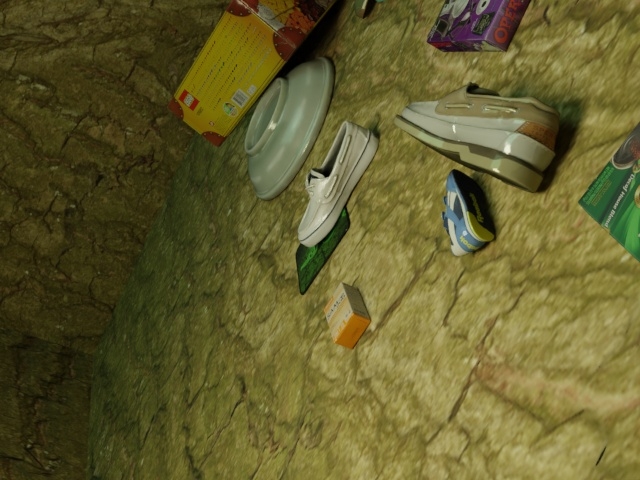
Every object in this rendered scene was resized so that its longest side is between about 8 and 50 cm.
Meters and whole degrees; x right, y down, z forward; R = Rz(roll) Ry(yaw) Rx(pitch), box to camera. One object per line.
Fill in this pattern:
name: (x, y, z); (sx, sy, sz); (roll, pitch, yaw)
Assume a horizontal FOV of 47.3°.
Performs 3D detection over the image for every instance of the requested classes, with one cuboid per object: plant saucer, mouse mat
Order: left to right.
plant saucer: (-0.106, -0.302, 1.879); (0.400, 0.101, 0.400); (-51, 26, 37)
mouse mat: (0.000, 0.000, 1.453); (0.189, 0.007, 0.152); (-55, 24, 26)

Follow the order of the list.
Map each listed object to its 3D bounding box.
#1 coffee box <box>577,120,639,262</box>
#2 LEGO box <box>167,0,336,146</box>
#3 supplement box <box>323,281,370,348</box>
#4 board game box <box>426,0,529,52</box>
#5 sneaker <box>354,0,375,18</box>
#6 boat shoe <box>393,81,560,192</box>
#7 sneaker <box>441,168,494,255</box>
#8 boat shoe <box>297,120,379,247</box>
coffee box: (0.322, -0.033, 0.669); (0.113, 0.040, 0.184); (-58, 23, 22)
LEGO box: (-0.173, -0.542, 2.010); (0.500, 0.193, 0.372); (-39, 16, 51)
supplement box: (0.042, 0.121, 1.189); (0.062, 0.036, 0.098); (-59, 22, 19)
board game box: (0.299, -0.465, 1.152); (0.346, 0.056, 0.208); (-65, 26, 5)
sneaker: (0.096, -0.604, 1.653); (0.064, 0.086, 0.192); (-52, -11, -41)
boat shoe: (0.209, -0.153, 0.982); (0.103, 0.113, 0.302); (-63, 32, 7)
sneaker: (0.188, -0.039, 0.981); (0.059, 0.053, 0.144); (-53, 24, 38)
boat shoe: (0.012, -0.111, 1.412); (0.258, 0.084, 0.095); (-61, 24, 8)
